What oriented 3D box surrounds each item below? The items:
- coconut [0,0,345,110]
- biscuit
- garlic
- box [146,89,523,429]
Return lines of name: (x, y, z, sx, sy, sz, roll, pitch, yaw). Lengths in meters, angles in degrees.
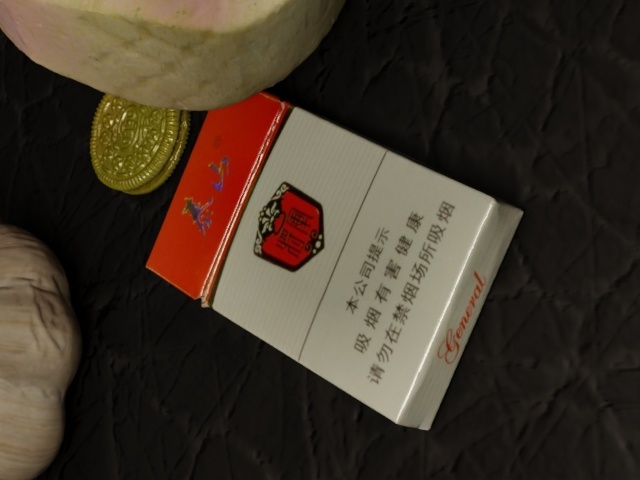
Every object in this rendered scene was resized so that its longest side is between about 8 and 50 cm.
coconut: (-0.086, -0.200, 1.084, 0.259, 0.259, 0.259, -13, 70, 40)
biscuit: (-0.120, -0.072, 1.211, 0.084, 0.023, 0.084, -14, 68, 39)
garlic: (-0.258, 0.078, 1.213, 0.228, 0.152, 0.228, -7, 80, 46)
box: (0.000, 0.000, 1.071, 0.245, 0.035, 0.139, 30, 100, 43)
